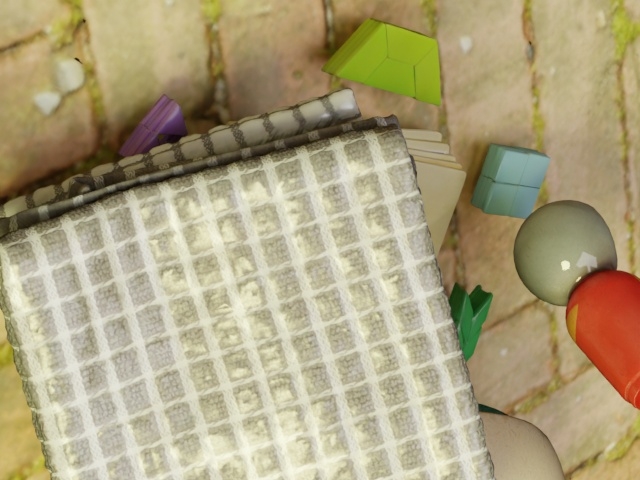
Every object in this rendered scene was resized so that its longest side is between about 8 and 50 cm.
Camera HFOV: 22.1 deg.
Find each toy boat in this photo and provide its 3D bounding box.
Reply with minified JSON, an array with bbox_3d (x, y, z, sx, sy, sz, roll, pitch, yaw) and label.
[{"bbox_3d":[0.092,0.123,1.051,0.318,0.148,0.267,-47,141,20],"label":"toy boat"}]

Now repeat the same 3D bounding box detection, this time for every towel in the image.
[{"bbox_3d":[-0.036,0.083,0.869,0.235,0.121,0.284,-16,100,-1],"label":"towel"}]

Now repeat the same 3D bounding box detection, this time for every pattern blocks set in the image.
[{"bbox_3d":[0.000,0.000,1.022,0.325,0.026,0.285,19,100,-41],"label":"pattern blocks set"}]
